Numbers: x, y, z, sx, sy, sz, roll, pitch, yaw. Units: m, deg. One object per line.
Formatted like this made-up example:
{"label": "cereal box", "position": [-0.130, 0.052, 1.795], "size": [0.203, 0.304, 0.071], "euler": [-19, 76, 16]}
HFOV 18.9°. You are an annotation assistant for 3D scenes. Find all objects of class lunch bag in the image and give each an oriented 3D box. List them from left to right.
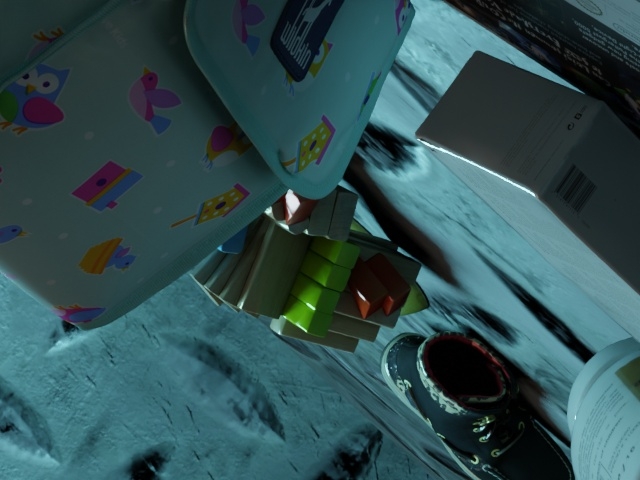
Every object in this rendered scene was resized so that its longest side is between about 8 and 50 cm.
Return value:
{"label": "lunch bag", "position": [-0.085, -0.102, 0.963], "size": [0.160, 0.262, 0.223], "euler": [61, -175, 31]}

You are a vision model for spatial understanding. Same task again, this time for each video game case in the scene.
{"label": "video game case", "position": [0.093, -0.123, 0.845], "size": [0.190, 0.022, 0.173], "euler": [36, 170, 24]}

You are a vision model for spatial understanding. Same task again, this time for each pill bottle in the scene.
{"label": "pill bottle", "position": [0.221, 0.132, 1.149], "size": [0.131, 0.131, 0.229], "euler": [42, -175, -11]}

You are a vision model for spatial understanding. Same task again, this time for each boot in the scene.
{"label": "boot", "position": [0.165, 0.174, 1.857], "size": [0.236, 0.085, 0.178], "euler": [41, 169, -1]}

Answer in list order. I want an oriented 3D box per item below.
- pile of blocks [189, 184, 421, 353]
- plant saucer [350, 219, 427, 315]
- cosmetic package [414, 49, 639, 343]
{"label": "pile of blocks", "position": [-0.041, -0.015, 1.567], "size": [0.362, 0.149, 0.113], "euler": [47, 170, -34]}
{"label": "plant saucer", "position": [0.000, 0.000, 1.854], "size": [0.241, 0.037, 0.241], "euler": [40, 172, 7]}
{"label": "cosmetic package", "position": [0.158, -0.001, 0.977], "size": [0.239, 0.060, 0.099], "euler": [39, 173, -40]}
